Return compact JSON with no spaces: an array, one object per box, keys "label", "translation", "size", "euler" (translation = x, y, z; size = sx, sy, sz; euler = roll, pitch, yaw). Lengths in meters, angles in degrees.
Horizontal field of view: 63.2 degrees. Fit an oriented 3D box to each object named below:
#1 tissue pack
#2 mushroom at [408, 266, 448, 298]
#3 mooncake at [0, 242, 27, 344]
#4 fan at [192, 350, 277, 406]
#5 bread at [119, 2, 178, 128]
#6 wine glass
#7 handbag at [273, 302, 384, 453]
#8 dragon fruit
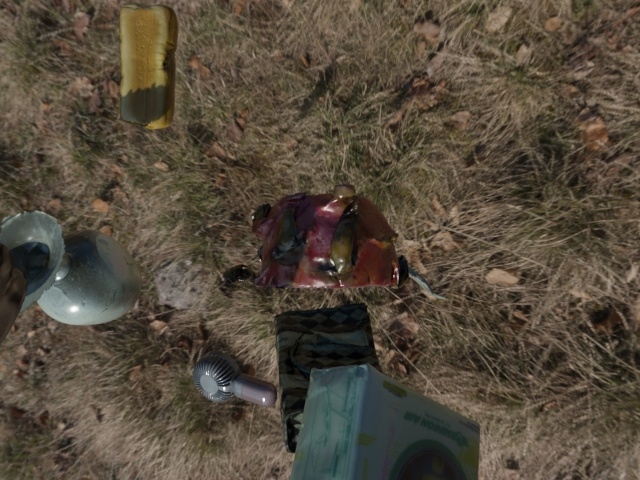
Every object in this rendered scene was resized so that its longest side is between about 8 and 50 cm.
[{"label":"tissue pack","translation":[0.089,0.412,0.748],"size":[0.287,0.162,0.388],"euler":[32,54,-29]},{"label":"mushroom","translation":[0.197,0.094,1.398],"size":[0.306,0.043,0.068],"euler":[10,98,20]},{"label":"mooncake","translation":[-0.398,0.068,0.364],"size":[0.212,0.351,0.381],"euler":[24,133,-10]},{"label":"fan","translation":[-0.220,0.368,1.341],"size":[0.244,0.074,0.130],"euler":[12,114,24]},{"label":"bread","translation":[-0.425,-0.429,1.292],"size":[0.141,0.091,0.305],"euler":[4,95,4]},{"label":"wine glass","translation":[-0.561,0.078,1.179],"size":[0.237,0.323,0.238],"euler":[-5,71,15]},{"label":"handbag","translation":[0.039,0.361,1.436],"size":[0.316,0.416,0.180],"euler":[-6,119,-4]},{"label":"dragon fruit","translation":[0.000,0.000,0.778],"size":[0.282,0.211,0.147],"euler":[3,87,-8]}]
